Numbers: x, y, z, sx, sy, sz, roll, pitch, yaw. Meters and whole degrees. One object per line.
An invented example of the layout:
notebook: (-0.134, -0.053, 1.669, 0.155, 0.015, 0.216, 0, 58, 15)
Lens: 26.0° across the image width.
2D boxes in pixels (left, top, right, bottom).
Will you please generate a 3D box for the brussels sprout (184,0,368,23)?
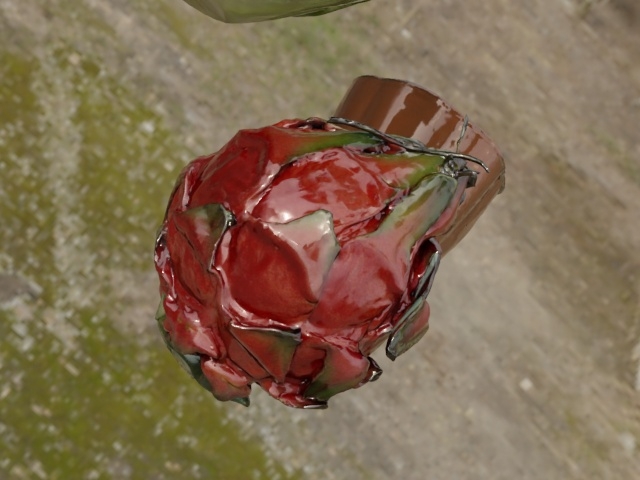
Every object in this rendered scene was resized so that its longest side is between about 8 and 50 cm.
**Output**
brussels sprout: (0.003, -0.312, 1.046, 0.289, 0.354, 0.281, 51, 7, -18)

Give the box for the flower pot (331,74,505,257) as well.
flower pot: (0.063, -0.042, 1.377, 0.190, 0.173, 0.191, 33, -16, 11)

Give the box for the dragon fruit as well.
dragon fruit: (0.000, 0.000, 1.072, 0.234, 0.293, 0.234, 56, -3, 5)
